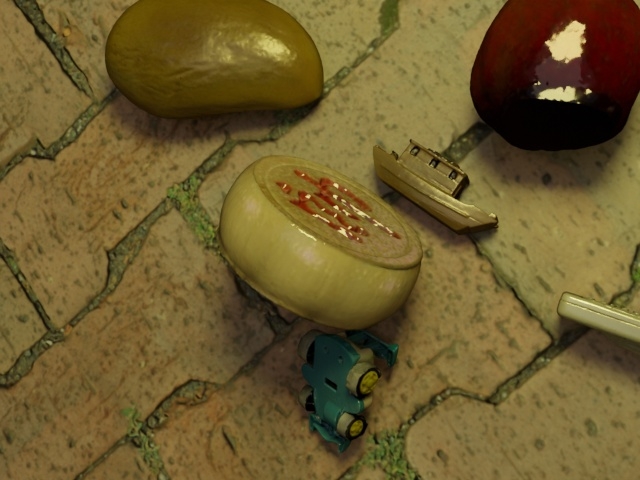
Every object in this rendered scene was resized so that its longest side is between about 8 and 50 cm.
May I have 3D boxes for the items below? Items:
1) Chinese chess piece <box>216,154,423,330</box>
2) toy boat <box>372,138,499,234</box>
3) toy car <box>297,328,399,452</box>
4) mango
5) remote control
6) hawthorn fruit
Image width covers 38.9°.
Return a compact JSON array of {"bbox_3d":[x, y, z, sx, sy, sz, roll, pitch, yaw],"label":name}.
[{"bbox_3d":[0.000,0.000,1.174,0.270,0.270,0.112,38,114,18],"label":"Chinese chess piece"},{"bbox_3d":[0.159,-0.076,1.242,0.200,0.057,0.077,37,90,18],"label":"toy boat"},{"bbox_3d":[0.041,0.199,1.244,0.126,0.098,0.161,27,124,45],"label":"toy car"},{"bbox_3d":[-0.161,-0.279,1.334,0.332,0.142,0.195,-3,87,10],"label":"mango"},{"bbox_3d":[0.406,0.120,1.119,0.230,0.090,0.049,20,95,19],"label":"remote control"},{"bbox_3d":[0.300,-0.233,1.136,0.215,0.215,0.249,13,90,19],"label":"hawthorn fruit"}]
